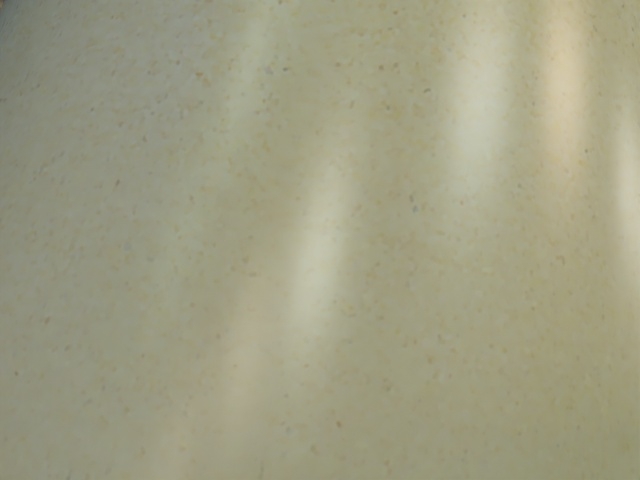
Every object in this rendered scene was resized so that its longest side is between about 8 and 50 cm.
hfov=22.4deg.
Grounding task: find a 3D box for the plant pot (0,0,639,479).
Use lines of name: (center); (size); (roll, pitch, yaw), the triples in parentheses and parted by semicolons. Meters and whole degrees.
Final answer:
plant pot: (0.000, 0.000, 0.440); (0.256, 0.274, 0.256); (11, 0, 0)
